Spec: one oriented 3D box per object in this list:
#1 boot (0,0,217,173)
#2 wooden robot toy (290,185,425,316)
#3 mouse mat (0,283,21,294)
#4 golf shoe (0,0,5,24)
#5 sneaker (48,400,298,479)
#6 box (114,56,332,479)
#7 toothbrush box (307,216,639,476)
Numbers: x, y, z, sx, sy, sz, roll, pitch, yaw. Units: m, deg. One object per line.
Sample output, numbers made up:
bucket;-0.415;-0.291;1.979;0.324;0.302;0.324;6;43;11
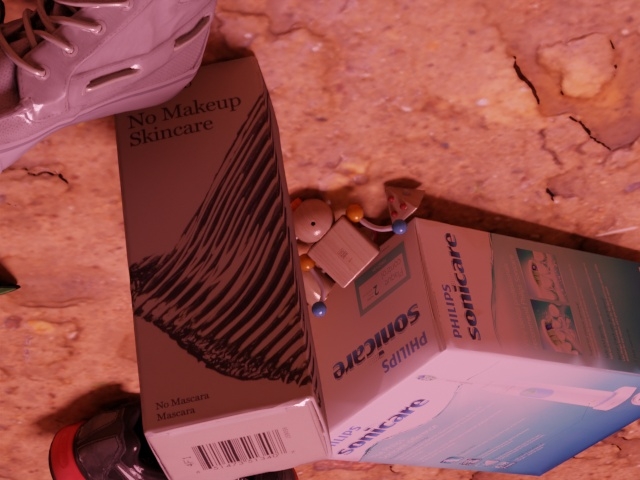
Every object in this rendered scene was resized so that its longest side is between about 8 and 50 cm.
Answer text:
boot;-0.161;-0.123;0.879;0.258;0.095;0.123;-29;156;-43
wooden robot toy;0.000;0.000;1.209;0.079;0.076;0.173;43;99;-8
mouse mat;-0.329;0.066;1.160;0.189;0.007;0.152;-21;179;-4
golf shoe;-0.284;-0.118;0.926;0.186;0.067;0.086;-14;149;4
sneaker;-0.117;0.217;1.462;0.276;0.098;0.135;18;140;-35
box;-0.069;0.017;1.005;0.113;0.275;0.094;-13;147;2
toothbrush box;0.142;0.104;1.321;0.295;0.126;0.216;9;146;-35
